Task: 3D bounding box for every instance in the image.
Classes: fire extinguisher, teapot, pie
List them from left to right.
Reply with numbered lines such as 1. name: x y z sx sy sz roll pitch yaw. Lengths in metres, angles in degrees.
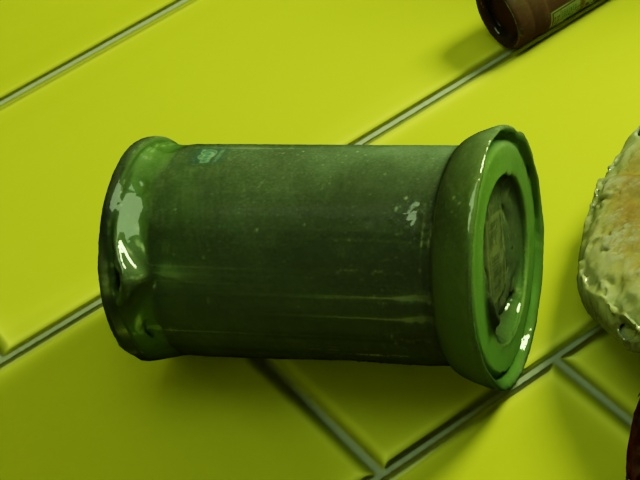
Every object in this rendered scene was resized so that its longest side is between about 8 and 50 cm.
1. teapot: 0.000 0.000 1.449 0.337 0.200 0.270 1 18 21
2. fire extinguisher: 0.251 -0.267 1.742 0.231 0.071 0.099 -33 16 -19
3. pie: 0.321 -0.034 1.378 0.337 0.075 0.337 -36 28 22

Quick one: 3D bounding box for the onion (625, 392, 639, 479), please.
1. onion: 0.330 0.142 1.184 0.252 0.219 0.252 -3 81 17
